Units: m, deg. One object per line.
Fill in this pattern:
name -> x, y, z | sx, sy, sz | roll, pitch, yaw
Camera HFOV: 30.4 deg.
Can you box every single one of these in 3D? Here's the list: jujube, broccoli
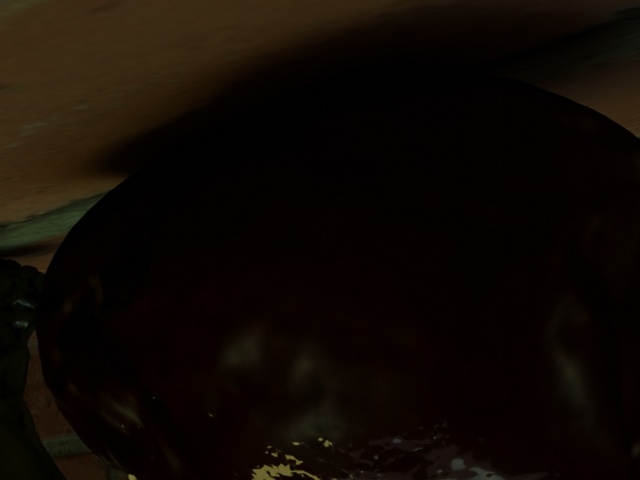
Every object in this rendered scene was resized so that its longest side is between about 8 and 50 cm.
jujube -> 0.006, 0.035, 0.514 | 0.223, 0.223, 0.318 | -3, 180, -42
broccoli -> -0.229, 0.119, 0.845 | 0.275, 0.198, 0.177 | 22, 157, 10
